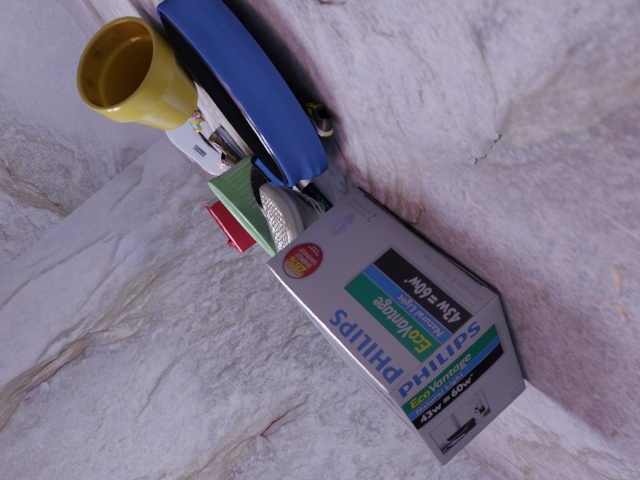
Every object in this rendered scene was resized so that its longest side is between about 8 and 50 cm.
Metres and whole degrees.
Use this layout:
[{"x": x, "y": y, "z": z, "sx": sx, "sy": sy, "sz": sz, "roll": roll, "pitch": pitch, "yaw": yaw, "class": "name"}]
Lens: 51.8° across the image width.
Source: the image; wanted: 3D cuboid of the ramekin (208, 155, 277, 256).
[{"x": -0.172, "y": -0.103, "z": 1.923, "sx": 0.303, "sy": 0.148, "sz": 0.303, "roll": 47, "pitch": 173, "yaw": 8, "class": "ramekin"}]

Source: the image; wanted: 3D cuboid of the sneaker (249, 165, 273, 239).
[{"x": -0.111, "y": -0.066, "z": 1.678, "sx": 0.286, "sy": 0.109, "sz": 0.130, "roll": 68, "pitch": 162, "yaw": 2, "class": "sneaker"}]

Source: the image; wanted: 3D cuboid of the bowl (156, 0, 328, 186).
[{"x": -0.135, "y": -0.253, "z": 1.112, "sx": 0.391, "sy": 0.077, "sz": 0.391, "roll": 51, "pitch": 176, "yaw": 5, "class": "bowl"}]

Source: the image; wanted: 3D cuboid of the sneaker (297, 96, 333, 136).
[{"x": -0.005, "y": -0.196, "z": 1.005, "sx": 0.083, "sy": 0.031, "sz": 0.035, "roll": 50, "pitch": 149, "yaw": 24, "class": "sneaker"}]

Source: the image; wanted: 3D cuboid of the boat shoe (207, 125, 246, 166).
[{"x": -0.274, "y": -0.259, "z": 2.010, "sx": 0.183, "sy": 0.066, "sz": 0.066, "roll": 51, "pitch": 172, "yaw": -22, "class": "boat shoe"}]

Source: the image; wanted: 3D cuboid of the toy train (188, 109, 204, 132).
[{"x": -0.426, "y": -0.422, "z": 2.137, "sx": 0.125, "sy": 0.046, "sz": 0.166, "roll": 47, "pitch": 169, "yaw": 16, "class": "toy train"}]

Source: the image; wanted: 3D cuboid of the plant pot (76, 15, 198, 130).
[{"x": -0.449, "y": -0.404, "z": 1.700, "sx": 0.254, "sy": 0.254, "sz": 0.239, "roll": 44, "pitch": -172, "yaw": 29, "class": "plant pot"}]

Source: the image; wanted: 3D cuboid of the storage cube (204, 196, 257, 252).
[{"x": -0.267, "y": -0.094, "z": 2.286, "sx": 0.193, "sy": 0.215, "sz": 0.184, "roll": 56, "pitch": 171, "yaw": -13, "class": "storage cube"}]

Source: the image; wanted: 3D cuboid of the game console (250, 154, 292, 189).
[{"x": -0.099, "y": -0.174, "z": 1.454, "sx": 0.122, "sy": 0.071, "sz": 0.107, "roll": 46, "pitch": 172, "yaw": 11, "class": "game console"}]

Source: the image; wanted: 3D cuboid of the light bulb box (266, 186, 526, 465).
[{"x": 0.143, "y": 0.156, "z": 1.185, "sx": 0.358, "sy": 0.225, "sz": 0.361, "roll": 43, "pitch": 170, "yaw": 40, "class": "light bulb box"}]

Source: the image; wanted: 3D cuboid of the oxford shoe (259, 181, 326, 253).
[{"x": -0.047, "y": -0.044, "z": 1.387, "sx": 0.449, "sy": 0.130, "sz": 0.169, "roll": 118, "pitch": 135, "yaw": -86, "class": "oxford shoe"}]

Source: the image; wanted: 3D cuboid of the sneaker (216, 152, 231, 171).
[{"x": -0.314, "y": -0.268, "z": 2.181, "sx": 0.051, "sy": 0.070, "sz": 0.134, "roll": 48, "pitch": 172, "yaw": 12, "class": "sneaker"}]

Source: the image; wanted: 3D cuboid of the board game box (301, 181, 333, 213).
[{"x": 0.025, "y": -0.052, "z": 1.547, "sx": 0.186, "sy": 0.026, "sz": 0.126, "roll": 48, "pitch": 173, "yaw": -1, "class": "board game box"}]

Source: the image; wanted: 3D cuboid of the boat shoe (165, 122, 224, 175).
[{"x": -0.480, "y": -0.361, "z": 2.546, "sx": 0.301, "sy": 0.108, "sz": 0.102, "roll": 41, "pitch": 171, "yaw": -1, "class": "boat shoe"}]
